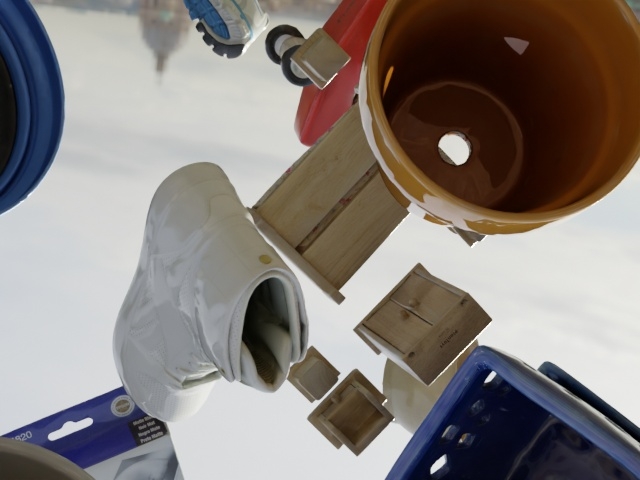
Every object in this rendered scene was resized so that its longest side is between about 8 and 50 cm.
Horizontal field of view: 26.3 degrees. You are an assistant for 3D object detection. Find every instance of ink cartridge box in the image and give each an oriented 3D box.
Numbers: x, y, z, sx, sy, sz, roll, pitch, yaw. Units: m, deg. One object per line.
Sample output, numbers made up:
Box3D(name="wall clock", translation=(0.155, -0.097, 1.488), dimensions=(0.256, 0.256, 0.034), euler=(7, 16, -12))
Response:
Box3D(name="ink cartridge box", translation=(-0.279, 0.305, 1.685), dimensions=(0.223, 0.224, 0.045), euler=(-22, -149, -13))

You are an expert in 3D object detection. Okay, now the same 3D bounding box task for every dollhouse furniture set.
Box3D(name="dollhouse furniture set", translation=(0.000, 0.000, 1.504), dimensions=(0.355, 0.303, 0.174), euler=(46, 175, -17))

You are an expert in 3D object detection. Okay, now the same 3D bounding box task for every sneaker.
Box3D(name="sneaker", translation=(-0.119, -0.290, 1.456), dimensions=(0.071, 0.191, 0.083), euler=(-18, -162, 43))
Box3D(name="sneaker", translation=(-0.097, 0.096, 1.205), dimensions=(0.108, 0.293, 0.169), euler=(-16, -132, -29))

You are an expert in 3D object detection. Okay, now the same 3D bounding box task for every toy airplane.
Box3D(name="toy airplane", translation=(0.137, -0.321, 1.921), dimensions=(0.272, 0.386, 0.384), euler=(35, 144, -23))

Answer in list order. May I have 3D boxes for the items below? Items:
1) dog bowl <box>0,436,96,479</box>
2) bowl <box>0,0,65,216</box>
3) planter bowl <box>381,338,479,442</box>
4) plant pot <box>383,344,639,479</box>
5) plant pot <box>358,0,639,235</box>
Box3D(name="dog bowl", translation=(-0.322, 0.340, 1.312), dimensions=(0.348, 0.102, 0.349), euler=(17, -138, -17))
Box3D(name="bowl", translation=(-0.481, -0.190, 1.585), dimensions=(0.391, 0.391, 0.077), euler=(-1, 163, -45))
Box3D(name="planter bowl", translation=(0.144, 0.195, 1.804), dimensions=(0.109, 0.162, 0.162), euler=(-2, -175, 19))
Box3D(name="plant pot", translation=(0.228, 0.261, 1.411), dimensions=(0.236, 0.236, 0.212), euler=(38, -165, 27))
Box3D(name="plant pot", translation=(0.121, -0.092, 1.028), dimensions=(0.205, 0.205, 0.188), euler=(6, 167, -7))
